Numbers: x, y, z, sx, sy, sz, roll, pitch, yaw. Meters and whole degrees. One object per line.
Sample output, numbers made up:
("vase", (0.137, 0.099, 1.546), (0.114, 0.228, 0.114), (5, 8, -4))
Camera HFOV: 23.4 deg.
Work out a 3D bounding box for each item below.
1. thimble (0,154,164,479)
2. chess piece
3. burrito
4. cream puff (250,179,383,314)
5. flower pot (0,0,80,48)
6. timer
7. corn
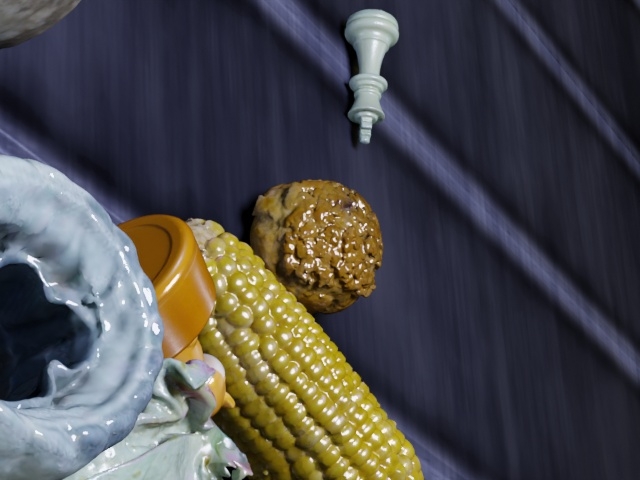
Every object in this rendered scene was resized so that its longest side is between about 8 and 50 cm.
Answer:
("thimble", (-0.225, 0.064, 0.944), (0.250, 0.171, 0.205), (-14, 83, -63))
("chess piece", (0.050, -0.169, 1.647), (0.059, 0.059, 0.149), (33, 56, -49))
("burrito", (-0.139, 0.190, 1.057), (0.229, 0.089, 0.144), (-51, 130, -36))
("cream puff", (0.004, 0.002, 1.422), (0.144, 0.103, 0.126), (17, 60, -62))
("flower pot", (-0.278, -0.250, 0.892), (0.330, 0.293, 0.294), (13, 65, -61))
("timer", (-0.118, 0.078, 1.156), (0.152, 0.132, 0.132), (58, 33, -32))
("corn", (-0.026, 0.134, 1.267), (0.347, 0.130, 0.130), (55, 33, -11))
